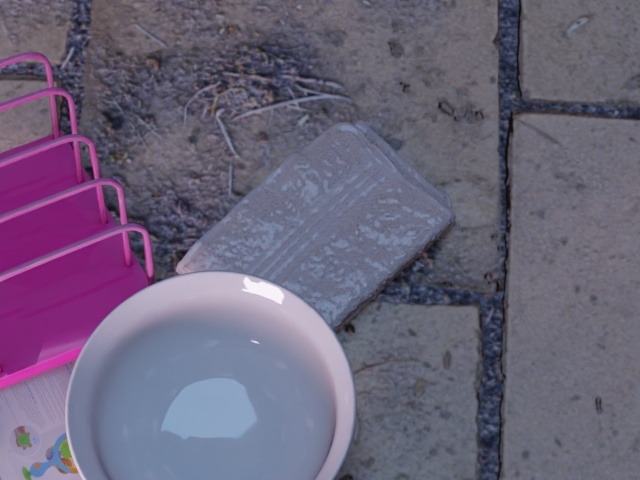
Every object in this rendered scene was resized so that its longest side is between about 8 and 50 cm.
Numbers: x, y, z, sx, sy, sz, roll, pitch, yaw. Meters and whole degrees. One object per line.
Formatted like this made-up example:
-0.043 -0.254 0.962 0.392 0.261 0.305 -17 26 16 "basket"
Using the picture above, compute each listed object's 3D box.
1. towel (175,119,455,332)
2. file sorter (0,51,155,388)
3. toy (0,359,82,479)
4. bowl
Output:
0.000 0.000 2.069 0.187 0.049 0.282 42 73 16 "towel"
-0.318 -0.033 1.963 0.202 0.182 0.290 -22 56 -18 "file sorter"
-0.294 0.204 1.965 0.237 0.056 0.137 -23 85 -31 "toy"
-0.109 0.190 1.925 0.298 0.134 0.298 -1 68 2 "bowl"
